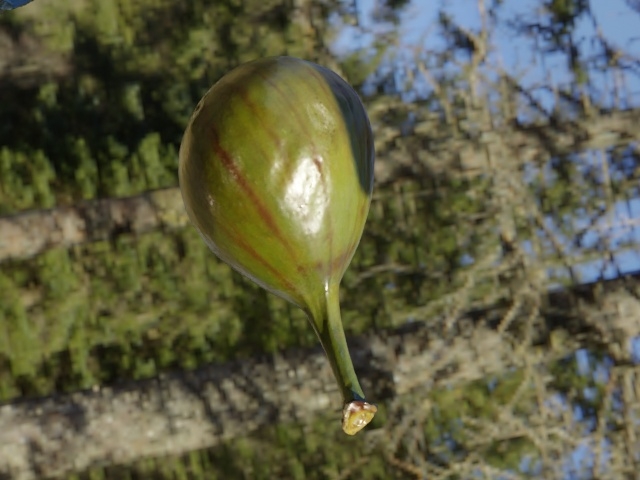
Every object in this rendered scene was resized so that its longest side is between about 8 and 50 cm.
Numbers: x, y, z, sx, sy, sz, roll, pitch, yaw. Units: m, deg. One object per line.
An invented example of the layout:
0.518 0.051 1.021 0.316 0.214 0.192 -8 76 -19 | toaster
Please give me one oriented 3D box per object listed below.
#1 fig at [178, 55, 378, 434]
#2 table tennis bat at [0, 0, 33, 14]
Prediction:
0.000 0.000 0.930 0.259 0.151 0.151 62 -15 9 | fig
-0.288 -0.209 1.162 0.033 0.201 0.124 50 -42 1 | table tennis bat
